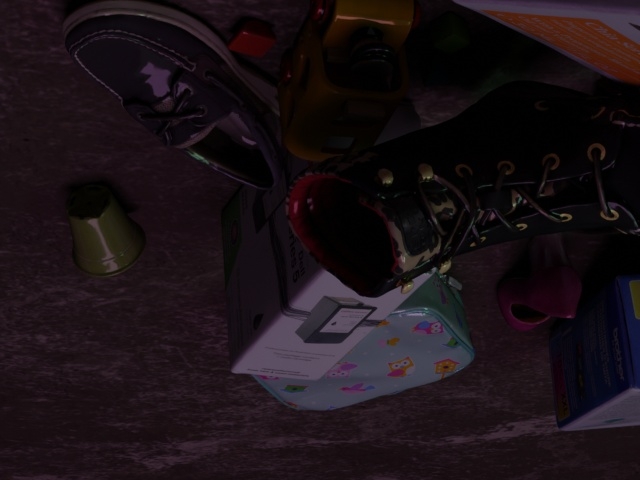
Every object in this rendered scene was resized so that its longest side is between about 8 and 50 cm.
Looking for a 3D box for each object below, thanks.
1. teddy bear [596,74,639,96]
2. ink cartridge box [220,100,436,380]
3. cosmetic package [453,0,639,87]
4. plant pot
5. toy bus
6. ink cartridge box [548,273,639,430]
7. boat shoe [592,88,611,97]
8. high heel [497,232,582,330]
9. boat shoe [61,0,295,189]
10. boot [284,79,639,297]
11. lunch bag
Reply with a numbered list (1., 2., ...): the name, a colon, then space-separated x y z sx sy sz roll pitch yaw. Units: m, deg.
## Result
1. teddy bear: 0.366 -0.117 1.277 0.113 0.245 0.338 -19 -174 -30
2. ink cartridge box: 0.000 0.000 1.498 0.115 0.198 0.273 8 149 -24
3. cosmetic package: 0.334 -0.191 1.005 0.230 0.161 0.453 18 179 -38
4. plant pot: -0.237 -0.017 1.557 0.083 0.083 0.079 -9 141 5
5. toy bus: 0.031 -0.151 1.317 0.191 0.104 0.202 -19 150 22
6. ink cartridge box: 0.470 0.134 1.831 0.270 0.151 0.395 -4 166 -7
7. boat shoe: 0.368 -0.066 1.565 0.158 0.127 0.340 1 151 13
8. high heel: 0.278 0.090 1.819 0.082 0.117 0.244 -2 152 -10
9. boat shoe: -0.120 -0.129 1.339 0.103 0.092 0.285 -22 149 27
10. boot: 0.168 -0.041 1.243 0.284 0.138 0.377 -22 -156 -27
11. lunch bag: 0.045 0.109 1.816 0.279 0.107 0.224 -18 146 17
